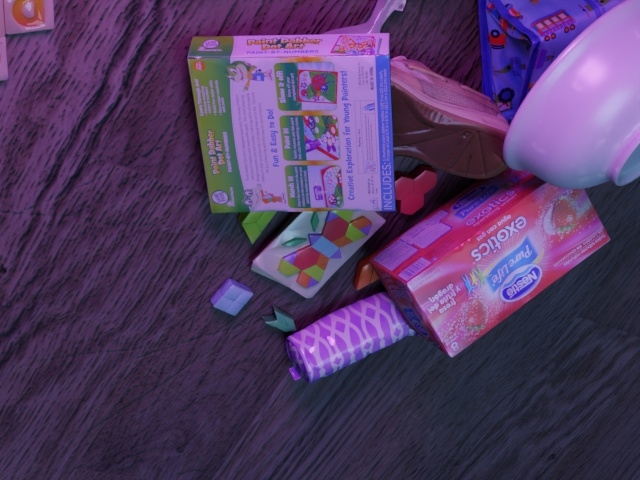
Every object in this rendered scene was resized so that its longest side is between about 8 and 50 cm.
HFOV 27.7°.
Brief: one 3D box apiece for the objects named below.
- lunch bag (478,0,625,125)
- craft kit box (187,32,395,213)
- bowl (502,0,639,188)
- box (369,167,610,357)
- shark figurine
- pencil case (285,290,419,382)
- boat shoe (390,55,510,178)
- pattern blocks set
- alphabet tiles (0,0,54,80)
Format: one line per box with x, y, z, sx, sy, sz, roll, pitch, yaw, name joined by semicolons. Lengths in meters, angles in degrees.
0.344;-0.250;1.811;0.221;0.138;0.293;-26;144;-14;lunch bag
-0.030;-0.143;1.639;0.247;0.061;0.250;-2;131;3;craft kit box
0.389;-0.166;1.698;0.298;0.134;0.298;-36;157;-18;bowl
0.244;0.013;1.892;0.300;0.154;0.142;-36;112;-10;box
0.103;-0.357;1.609;0.116;0.166;0.278;33;126;-18;shark figurine
0.048;0.144;1.979;0.206;0.086;0.088;-22;163;-15;pencil case
0.105;-0.181;1.727;0.341;0.110;0.121;20;130;-28;boat shoe
0.000;0.000;1.871;0.285;0.026;0.325;16;117;-39;pattern blocks set
-0.426;-0.306;1.373;0.285;0.011;0.342;-12;131;-23;alphabet tiles
